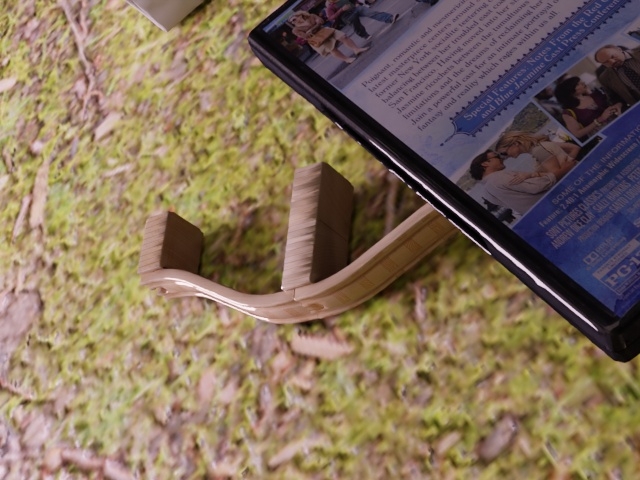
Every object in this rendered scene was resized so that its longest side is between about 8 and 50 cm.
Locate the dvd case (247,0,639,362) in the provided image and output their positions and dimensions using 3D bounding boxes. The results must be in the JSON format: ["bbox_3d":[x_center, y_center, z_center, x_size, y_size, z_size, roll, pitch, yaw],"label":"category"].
[{"bbox_3d":[0.098,-0.081,0.527,0.180,0.022,0.253,-41,43,-4],"label":"dvd case"}]

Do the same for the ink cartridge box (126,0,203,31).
[{"bbox_3d":[-0.059,-0.199,0.735,0.150,0.063,0.109,-38,45,14],"label":"ink cartridge box"}]

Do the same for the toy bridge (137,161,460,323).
[{"bbox_3d":[0.000,0.000,0.576,0.188,0.026,0.063,-15,54,33],"label":"toy bridge"}]
